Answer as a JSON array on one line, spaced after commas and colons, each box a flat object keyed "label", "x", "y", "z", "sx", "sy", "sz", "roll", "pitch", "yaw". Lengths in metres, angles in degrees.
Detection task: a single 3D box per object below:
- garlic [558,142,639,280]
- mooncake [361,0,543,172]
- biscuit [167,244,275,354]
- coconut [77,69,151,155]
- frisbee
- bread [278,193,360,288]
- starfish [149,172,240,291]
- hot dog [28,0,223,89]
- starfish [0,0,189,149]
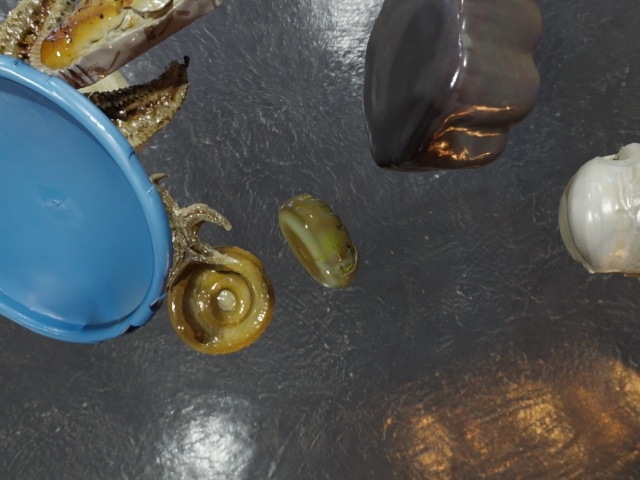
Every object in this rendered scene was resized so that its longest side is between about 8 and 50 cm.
[{"label": "garlic", "x": 0.489, "y": -0.049, "z": 0.747, "sx": 0.281, "sy": 0.185, "sz": 0.203, "roll": 6, "pitch": 76, "yaw": -19}, {"label": "mooncake", "x": 0.174, "y": -0.242, "z": 0.699, "sx": 0.154, "sy": 0.306, "sz": 0.305, "roll": 2, "pitch": 106, "yaw": -18}, {"label": "biscuit", "x": -0.259, "y": 0.158, "z": 1.323, "sx": 0.297, "sy": 0.102, "sz": 0.296, "roll": 3, "pitch": 83, "yaw": -27}, {"label": "coconut", "x": -0.475, "y": -0.216, "z": 0.909, "sx": 0.297, "sy": 0.297, "sz": 0.254, "roll": -43, "pitch": 108, "yaw": 9}, {"label": "frisbee", "x": -0.221, "y": -0.023, "z": 0.392, "sx": 0.242, "sy": 0.045, "sz": 0.242, "roll": 7, "pitch": 118, "yaw": 13}, {"label": "bread", "x": 0.000, "y": 0.000, "z": 1.016, "sx": 0.105, "sy": 0.213, "sz": 0.213, "roll": -38, "pitch": 106, "yaw": -18}, {"label": "starfish", "x": -0.341, "y": -0.001, "z": 1.204, "sx": 0.299, "sy": 0.060, "sz": 0.302, "roll": 47, "pitch": 119, "yaw": 4}, {"label": "hot dog", "x": -0.155, "y": -0.196, "z": 0.415, "sx": 0.192, "sy": 0.099, "sz": 0.053, "roll": -33, "pitch": 143, "yaw": -3}, {"label": "starfish", "x": -0.301, "y": -0.127, "z": 0.476, "sx": 0.312, "sy": 0.113, "sz": 0.303, "roll": 17, "pitch": 85, "yaw": -11}]
